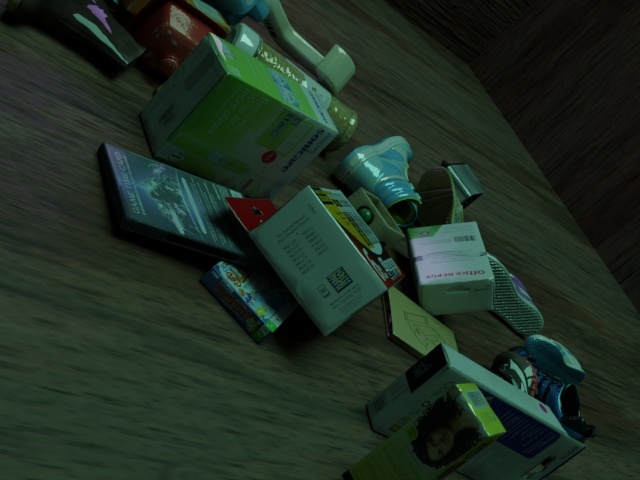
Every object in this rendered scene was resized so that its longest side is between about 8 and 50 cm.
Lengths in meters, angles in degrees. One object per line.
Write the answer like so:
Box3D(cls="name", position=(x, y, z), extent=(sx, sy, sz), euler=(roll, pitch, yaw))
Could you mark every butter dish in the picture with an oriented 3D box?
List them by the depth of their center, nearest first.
Box3D(cls="butter dish", position=(-0.283, -0.366, 1.756), extent=(0.160, 0.160, 0.118), euler=(31, 43, -33))

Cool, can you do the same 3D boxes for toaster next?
Box3D(cls="toaster", position=(0.309, -0.113, 2.327), extent=(0.110, 0.168, 0.186), euler=(53, 23, 12))

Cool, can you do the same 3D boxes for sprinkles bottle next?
Box3D(cls="sprinkles bottle", position=(-0.078, -0.340, 2.085), extent=(0.355, 0.121, 0.121), euler=(34, 26, -28))

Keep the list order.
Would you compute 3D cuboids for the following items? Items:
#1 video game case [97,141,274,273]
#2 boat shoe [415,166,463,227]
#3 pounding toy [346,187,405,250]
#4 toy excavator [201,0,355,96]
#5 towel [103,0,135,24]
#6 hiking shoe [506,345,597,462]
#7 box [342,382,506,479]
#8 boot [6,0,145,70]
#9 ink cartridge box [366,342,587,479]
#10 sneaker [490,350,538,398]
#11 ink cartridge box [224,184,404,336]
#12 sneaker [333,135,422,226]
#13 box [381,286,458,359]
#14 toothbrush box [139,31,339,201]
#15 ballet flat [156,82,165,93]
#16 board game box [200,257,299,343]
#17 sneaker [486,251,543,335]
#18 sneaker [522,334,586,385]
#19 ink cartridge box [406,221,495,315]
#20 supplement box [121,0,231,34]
Box3D(cls="video game case", position=(-0.209, -0.050, 1.454), extent=(0.274, 0.026, 0.196), euler=(19, 29, -37))
Box3D(cls="boat shoe", position=(0.288, -0.033, 2.187), extent=(0.089, 0.105, 0.285), euler=(28, 58, -58))
Box3D(cls="pounding toy", position=(0.084, -0.040, 1.938), extent=(0.130, 0.100, 0.141), euler=(57, 14, 21))
Box3D(cls="toy excavator", position=(-0.141, -0.554, 2.110), extent=(0.433, 0.222, 0.445), euler=(32, -12, 31))
Box3D(cls="towel", position=(-0.374, -0.517, 1.973), extent=(0.271, 0.040, 0.370), euler=(39, 22, -21))
Box3D(cls="hiking shoe", position=(0.489, 0.331, 1.962), extent=(0.113, 0.132, 0.304), euler=(30, 28, -35))
Box3D(cls="box", position=(0.141, 0.297, 1.284), extent=(0.058, 0.232, 0.087), euler=(7, 44, -53))
Box3D(cls="boot", position=(-0.413, -0.377, 1.601), extent=(0.207, 0.090, 0.248), euler=(41, 20, -8))
Box3D(cls="ink cartridge box", position=(0.268, 0.313, 1.551), extent=(0.371, 0.176, 0.069), euler=(33, 26, -30))
Box3D(cls="sneaker", position=(0.373, 0.293, 1.866), extent=(0.135, 0.097, 0.276), euler=(43, 24, -15))
Box3D(cls="ink cartridge box", position=(0.000, 0.000, 1.548), extent=(0.272, 0.130, 0.309), euler=(53, 9, 4))
Box3D(cls="sneaker", position=(0.175, -0.130, 2.187), extent=(0.208, 0.127, 0.319), euler=(49, 32, 10))
Box3D(cls="box", position=(0.204, 0.188, 1.845), extent=(0.201, 0.021, 0.164), euler=(37, 25, -24))
Box3D(cls="toothbrush box", position=(-0.143, -0.209, 1.650), extent=(0.283, 0.206, 0.122), euler=(22, 33, -46))
Box3D(cls="ballet flat", position=(-0.234, -0.294, 1.800), extent=(0.080, 0.073, 0.232), euler=(50, 23, 10))
Box3D(cls="board game box", position=(-0.099, 0.074, 1.486), extent=(0.136, 0.035, 0.201), euler=(47, 23, 0))
Box3D(cls="sneaker", position=(0.437, 0.106, 2.300), extent=(0.282, 0.102, 0.161), euler=(48, 17, -25))
Box3D(cls="sneaker", position=(0.548, 0.281, 2.224), extent=(0.229, 0.087, 0.092), euler=(37, 17, -40))
Box3D(cls="ink cartridge box", position=(0.278, 0.060, 1.991), extent=(0.219, 0.160, 0.092), euler=(-93, 177, -55))
Box3D(cls="supplement box", position=(-0.294, -0.464, 1.866), extent=(0.233, 0.078, 0.080), euler=(23, 28, -48))
